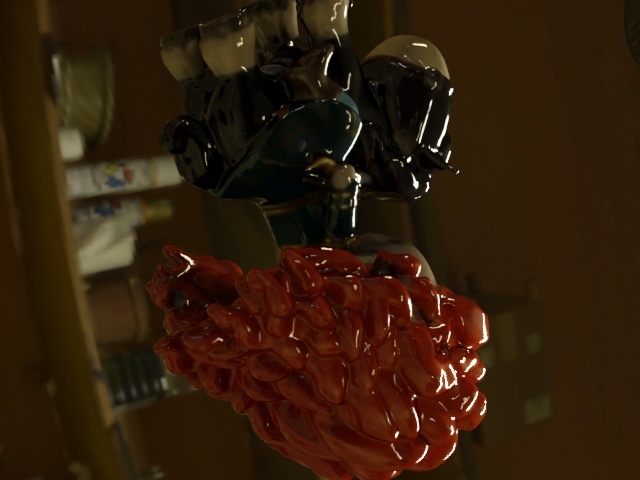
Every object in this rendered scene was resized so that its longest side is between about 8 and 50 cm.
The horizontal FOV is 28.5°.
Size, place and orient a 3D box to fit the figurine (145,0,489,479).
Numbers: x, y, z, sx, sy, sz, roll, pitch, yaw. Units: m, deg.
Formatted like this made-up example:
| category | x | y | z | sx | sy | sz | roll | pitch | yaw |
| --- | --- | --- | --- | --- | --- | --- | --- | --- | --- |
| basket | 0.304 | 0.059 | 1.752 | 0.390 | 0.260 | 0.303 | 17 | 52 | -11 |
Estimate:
| category | x | y | z | sx | sy | sz | roll | pitch | yaw |
| --- | --- | --- | --- | --- | --- | --- | --- | --- | --- |
| figurine | 0.003 | -0.010 | 1.029 | 0.241 | 0.306 | 0.411 | -6 | -99 | 37 |

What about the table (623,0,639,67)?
| category | x | y | z | sx | sy | sz | roll | pitch | yaw |
| --- | --- | --- | --- | --- | --- | --- | --- | --- | --- |
| table | 0.232 | -0.038 | 0.592 | 0.167 | 0.167 | 0.226 | 115 | -14 | -51 |
